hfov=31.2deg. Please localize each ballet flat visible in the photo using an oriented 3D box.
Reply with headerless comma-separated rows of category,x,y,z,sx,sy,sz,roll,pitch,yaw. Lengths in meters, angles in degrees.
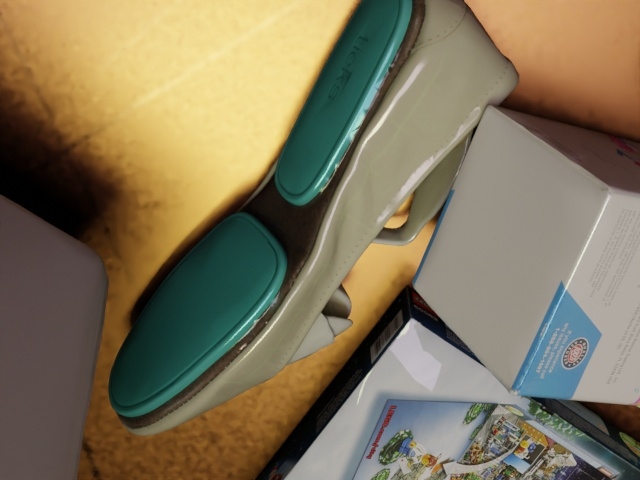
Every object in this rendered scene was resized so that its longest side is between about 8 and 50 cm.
ballet flat,0.000,0.000,0.523,0.086,0.086,0.248,34,104,-11

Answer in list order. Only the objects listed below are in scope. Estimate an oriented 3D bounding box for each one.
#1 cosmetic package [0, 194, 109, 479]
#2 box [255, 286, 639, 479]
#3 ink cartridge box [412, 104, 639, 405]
cosmetic package,-0.328,0.103,0.357,0.393,0.327,0.329,35,118,-25
box,0.040,0.161,0.591,0.159,0.044,0.233,34,106,-11
ink cartridge box,0.132,0.011,0.497,0.143,0.090,0.092,10,112,-31
